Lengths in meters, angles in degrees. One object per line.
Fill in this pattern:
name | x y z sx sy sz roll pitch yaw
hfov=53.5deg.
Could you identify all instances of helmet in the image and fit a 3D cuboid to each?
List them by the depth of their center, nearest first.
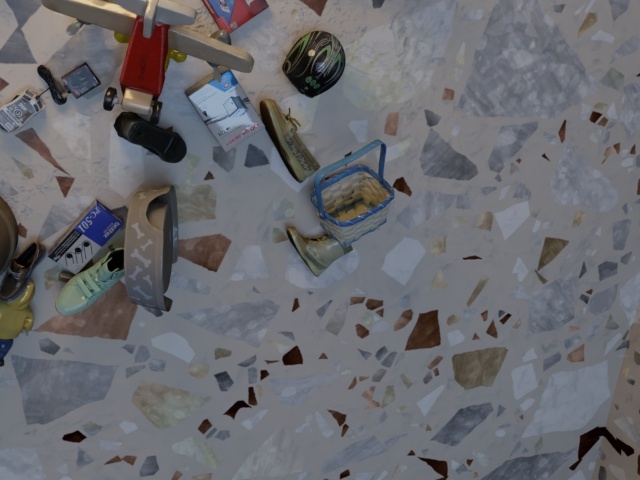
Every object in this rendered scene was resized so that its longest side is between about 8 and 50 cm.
helmet | -0.009 -0.493 1.753 0.169 0.169 0.161 34 117 -30

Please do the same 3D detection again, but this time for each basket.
basket | 0.090 -0.140 1.901 0.255 0.201 0.289 -29 145 -23

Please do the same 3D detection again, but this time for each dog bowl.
dog bowl | -0.457 0.021 1.735 0.102 0.349 0.349 2 114 -7

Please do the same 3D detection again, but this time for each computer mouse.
computer mouse | -0.747 -0.350 1.616 0.193 0.042 0.106 -38 126 -6

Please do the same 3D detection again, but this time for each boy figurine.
boy figurine | -0.900 0.222 1.796 0.177 0.092 0.285 17 107 -46

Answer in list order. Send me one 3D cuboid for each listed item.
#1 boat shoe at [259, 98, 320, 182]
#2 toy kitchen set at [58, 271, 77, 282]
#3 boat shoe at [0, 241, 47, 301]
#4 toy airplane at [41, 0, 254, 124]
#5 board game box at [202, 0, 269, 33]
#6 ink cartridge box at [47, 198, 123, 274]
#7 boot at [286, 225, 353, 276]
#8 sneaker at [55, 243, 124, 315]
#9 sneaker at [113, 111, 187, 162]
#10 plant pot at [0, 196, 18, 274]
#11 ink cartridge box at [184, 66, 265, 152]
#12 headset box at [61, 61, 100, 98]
boat shoe | -0.090 -0.300 1.849 0.089 0.104 0.285 -33 131 -8
toy kitchen set | -0.728 0.148 1.847 0.075 0.083 0.068 16 150 -25
boat shoe | -0.824 0.079 1.735 0.066 0.066 0.183 24 70 2
toy airplane | -0.407 -0.504 1.533 0.384 0.272 0.386 -13 139 22
board game box | -0.265 -0.690 1.635 0.145 0.027 0.281 -36 121 -2
ink cartridge box | -0.666 -0.009 1.803 0.207 0.046 0.097 -46 121 5
boot | 0.000 0.000 2.032 0.165 0.077 0.213 -35 126 -1
sneaker | -0.633 0.106 1.771 0.256 0.151 0.094 -42 92 -22
sneaker | -0.467 -0.287 1.729 0.227 0.130 0.087 20 103 -56
plant pot | -0.946 0.029 1.586 0.323 0.280 0.323 -8 115 -16
ink cartridge box | -0.263 -0.364 1.760 0.139 0.082 0.190 -34 119 -2
headset box | -0.620 -0.410 1.636 0.083 0.032 0.062 -33 121 -4
